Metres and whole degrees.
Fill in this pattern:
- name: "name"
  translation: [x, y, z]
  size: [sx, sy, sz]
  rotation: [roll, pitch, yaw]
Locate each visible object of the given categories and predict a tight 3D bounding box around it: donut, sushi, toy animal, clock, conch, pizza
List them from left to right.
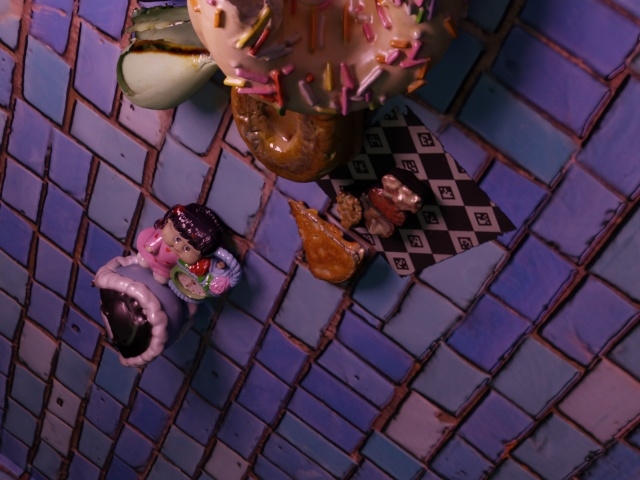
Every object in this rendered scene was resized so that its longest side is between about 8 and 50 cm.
- name: "toy animal"
  translation: [-0.335, 0.132, 2.480]
  size: [0.156, 0.204, 0.208]
  rotation: [-7, 105, 27]
- name: "conch"
  translation: [-0.233, -0.304, 1.996]
  size: [0.250, 0.137, 0.143]
  rotation: [-39, 63, 54]
- name: "clock"
  translation: [-0.235, 0.024, 2.361]
  size: [0.194, 0.100, 0.195]
  rotation: [43, 145, -9]
- name: "donut"
  translation: [-0.037, -0.213, 1.929]
  size: [0.208, 0.128, 0.261]
  rotation: [21, 137, 25]
- name: "pizza"
  translation: [0.000, 0.000, 2.181]
  size: [0.176, 0.036, 0.184]
  rotation: [51, 153, 8]
- name: "donut"
  translation: [0.020, -0.292, 1.665]
  size: [0.371, 0.150, 0.307]
  rotation: [-14, 144, 5]
- name: "sushi"
  translation: [0.124, -0.055, 2.011]
  size: [0.264, 0.050, 0.290]
  rotation: [48, 142, -10]

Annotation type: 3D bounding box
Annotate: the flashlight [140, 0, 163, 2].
- name: "flashlight"
  translation: [-0.132, -0.404, 1.857]
  size: [0.424, 0.103, 0.103]
  rotation: [4, 129, 41]
